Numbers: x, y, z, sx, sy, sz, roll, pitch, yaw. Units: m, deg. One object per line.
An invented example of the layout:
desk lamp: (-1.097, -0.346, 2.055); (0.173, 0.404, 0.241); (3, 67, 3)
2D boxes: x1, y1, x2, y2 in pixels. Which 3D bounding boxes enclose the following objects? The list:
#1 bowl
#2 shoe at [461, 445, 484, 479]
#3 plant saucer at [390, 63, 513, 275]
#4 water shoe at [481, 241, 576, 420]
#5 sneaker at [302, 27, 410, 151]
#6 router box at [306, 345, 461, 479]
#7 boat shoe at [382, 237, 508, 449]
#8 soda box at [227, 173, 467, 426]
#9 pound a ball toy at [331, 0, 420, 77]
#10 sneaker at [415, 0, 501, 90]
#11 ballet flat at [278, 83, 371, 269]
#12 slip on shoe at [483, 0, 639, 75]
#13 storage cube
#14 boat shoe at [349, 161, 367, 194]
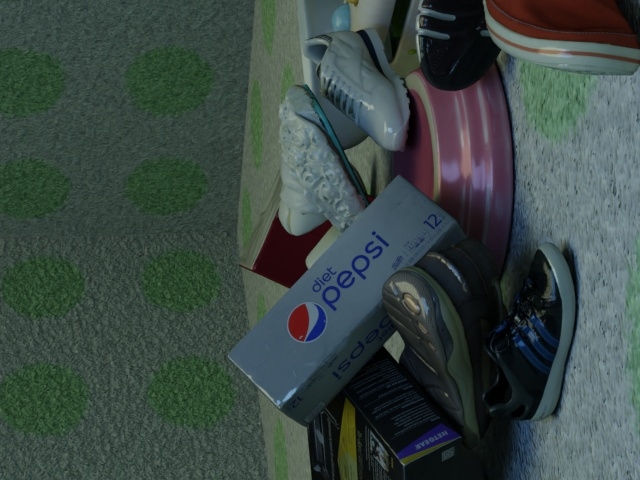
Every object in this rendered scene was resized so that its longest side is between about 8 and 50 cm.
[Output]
bowl: (0.041, -0.274, 2.050); (0.298, 0.134, 0.298); (174, 90, -87)
shoe: (0.178, 0.338, 1.633); (0.178, 0.063, 0.081); (-110, 24, -47)
plant saucer: (0.154, -0.086, 1.638); (0.332, 0.084, 0.332); (178, 90, -81)
water shoe: (0.211, 0.100, 1.345); (0.073, 0.080, 0.203); (-116, 25, -65)
sneaker: (0.049, -0.191, 1.688); (0.235, 0.095, 0.090); (-115, 29, -47)
router box: (0.072, 0.274, 1.591); (0.243, 0.081, 0.309); (49, 153, 41)
boat shoe: (0.169, 0.123, 1.475); (0.132, 0.130, 0.355); (48, 167, 29)
soda box: (0.036, 0.068, 1.472); (0.098, 0.286, 0.091); (41, 177, 29)
pound a ball toy: (0.098, -0.329, 1.757); (0.319, 0.136, 0.208); (104, 161, -60)
sneaker: (0.166, -0.316, 1.521); (0.162, 0.106, 0.281); (-117, 37, -79)
ballet flat: (0.026, -0.016, 1.740); (0.409, 0.147, 0.147); (57, -171, -33)
slip on shoe: (0.211, -0.239, 1.194); (0.331, 0.123, 0.101); (-98, 14, -57)
storage cube: (0.000, 0.000, 2.056); (0.183, 0.193, 0.215); (-66, 11, -2)
boat shoe: (0.047, 0.032, 2.227); (0.158, 0.127, 0.340); (-126, 26, -64)
